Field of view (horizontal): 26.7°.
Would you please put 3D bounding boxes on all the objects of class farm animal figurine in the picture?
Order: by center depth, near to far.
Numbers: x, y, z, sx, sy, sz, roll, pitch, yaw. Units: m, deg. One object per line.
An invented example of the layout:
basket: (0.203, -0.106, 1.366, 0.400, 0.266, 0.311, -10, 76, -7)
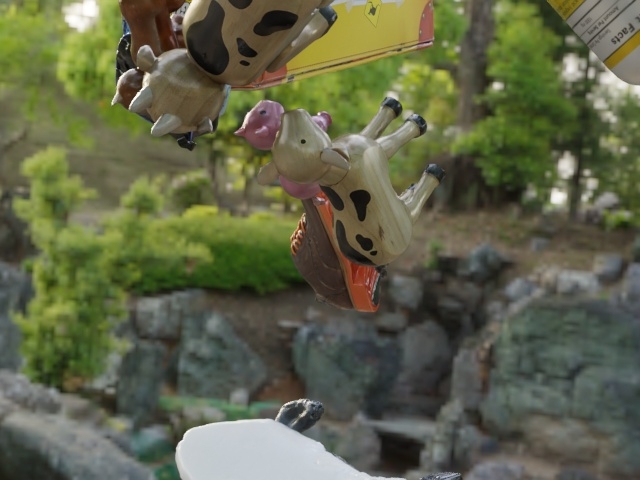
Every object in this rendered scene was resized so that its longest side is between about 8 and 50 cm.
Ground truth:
farm animal figurine: (-0.050, -0.136, 1.052, 0.330, 0.326, 0.172, 33, 51, 14)

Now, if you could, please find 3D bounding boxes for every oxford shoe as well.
oxford shoe: (0.000, 0.000, 1.699, 0.098, 0.097, 0.271, -2, -44, 18)

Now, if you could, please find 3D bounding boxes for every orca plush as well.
orca plush: (-0.001, 0.223, 1.176, 0.287, 0.151, 0.102, -9, -48, 32)

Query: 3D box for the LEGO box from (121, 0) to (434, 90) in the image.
LEGO box: (-0.041, -0.408, 1.735, 0.193, 0.372, 0.500, 5, 15, 28)

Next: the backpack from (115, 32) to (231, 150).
backpack: (-0.150, -0.167, 1.387, 0.114, 0.105, 0.084, 28, 36, 23)

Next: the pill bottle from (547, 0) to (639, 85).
pill bottle: (0.296, -0.267, 1.242, 0.334, 0.188, 0.188, 49, 4, 2)
